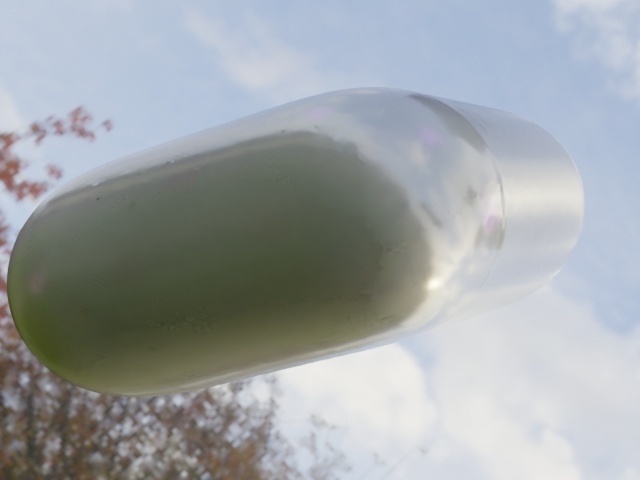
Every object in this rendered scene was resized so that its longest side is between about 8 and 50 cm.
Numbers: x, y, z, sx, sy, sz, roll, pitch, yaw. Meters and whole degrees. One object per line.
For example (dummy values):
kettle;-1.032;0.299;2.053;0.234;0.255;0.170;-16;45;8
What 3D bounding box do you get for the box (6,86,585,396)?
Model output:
box;0.000;0.001;0.807;0.288;0.349;0.141;-14;-94;24
